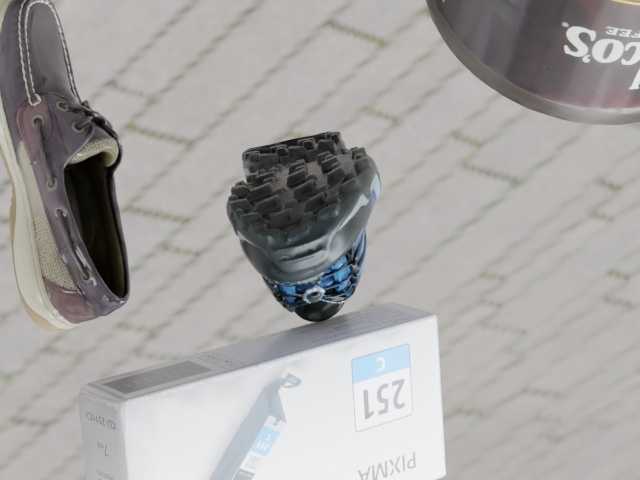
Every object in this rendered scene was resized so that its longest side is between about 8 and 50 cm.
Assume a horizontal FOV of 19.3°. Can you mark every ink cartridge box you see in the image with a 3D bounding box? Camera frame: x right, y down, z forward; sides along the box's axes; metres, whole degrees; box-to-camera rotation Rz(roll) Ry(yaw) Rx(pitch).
[{"bbox_3d":[-0.034,0.204,1.434,0.296,0.066,0.261,-14,107,-35],"label":"ink cartridge box"}]

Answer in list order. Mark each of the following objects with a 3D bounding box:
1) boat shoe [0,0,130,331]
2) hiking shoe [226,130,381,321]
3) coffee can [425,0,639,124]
[{"bbox_3d":[-0.209,-0.070,1.553,0.092,0.285,0.103,-11,172,27],"label":"boat shoe"},{"bbox_3d":[0.000,0.000,1.412,0.113,0.132,0.304,-13,-169,4],"label":"hiking shoe"},{"bbox_3d":[0.177,-0.222,1.036,0.202,0.201,0.275,-18,154,-17],"label":"coffee can"}]
